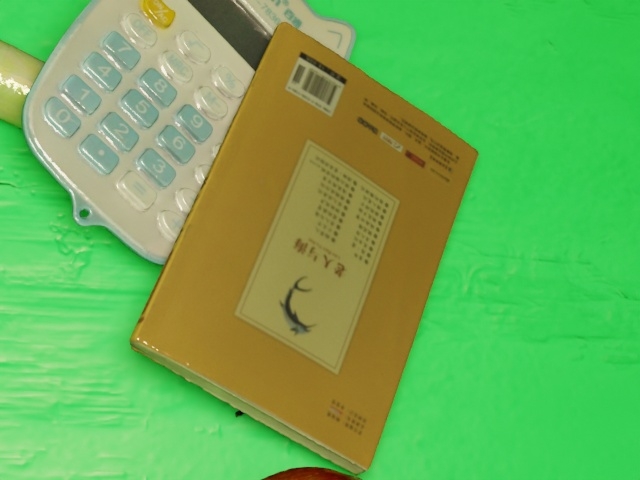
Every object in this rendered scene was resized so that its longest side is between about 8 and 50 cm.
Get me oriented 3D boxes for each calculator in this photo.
[{"bbox_3d":[-0.131,-0.150,1.362,0.256,0.054,0.386,45,56,-16],"label":"calculator"}]

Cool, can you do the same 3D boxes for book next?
[{"bbox_3d":[0.000,0.000,1.352,0.269,0.032,0.389,33,61,-18],"label":"book"}]

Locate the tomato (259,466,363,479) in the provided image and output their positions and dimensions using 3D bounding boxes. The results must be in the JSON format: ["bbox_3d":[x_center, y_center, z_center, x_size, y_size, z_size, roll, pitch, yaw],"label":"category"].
[{"bbox_3d":[-0.011,0.345,1.124,0.239,0.303,0.303,-30,81,-10],"label":"tomato"}]

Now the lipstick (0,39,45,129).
[{"bbox_3d":[-0.388,-0.191,1.319,0.304,0.076,0.076,26,64,-8],"label":"lipstick"}]

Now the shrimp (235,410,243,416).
[{"bbox_3d":[-0.003,0.154,1.338,0.161,0.034,0.091,-18,77,-25],"label":"shrimp"}]
